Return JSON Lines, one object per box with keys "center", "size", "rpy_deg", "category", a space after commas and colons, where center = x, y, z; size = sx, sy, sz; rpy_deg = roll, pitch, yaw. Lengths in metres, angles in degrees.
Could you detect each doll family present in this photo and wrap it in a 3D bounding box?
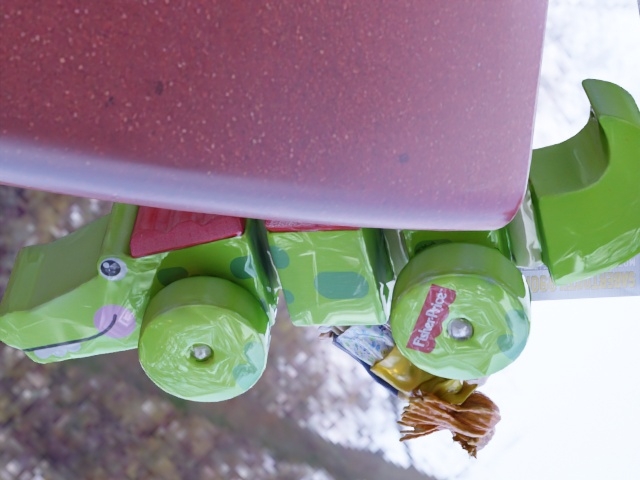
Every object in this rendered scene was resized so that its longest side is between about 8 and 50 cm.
{"center": [0.077, 0.104, 1.413], "size": [0.118, 0.163, 0.263], "rpy_deg": [-53, 175, -10], "category": "doll family"}

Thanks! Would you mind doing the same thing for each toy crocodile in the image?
{"center": [0.000, 0.000, 0.869], "size": [0.340, 0.105, 0.115], "rpy_deg": [-7, -145, 15], "category": "toy crocodile"}

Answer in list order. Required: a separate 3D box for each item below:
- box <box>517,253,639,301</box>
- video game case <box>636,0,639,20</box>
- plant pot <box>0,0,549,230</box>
{"center": [0.109, 0.008, 1.177], "size": [0.183, 0.231, 0.056], "rpy_deg": [5, -85, 57], "category": "box"}
{"center": [0.318, -0.199, 0.911], "size": [0.329, 0.300, 0.036], "rpy_deg": [-2, -129, 18], "category": "video game case"}
{"center": [-0.101, -0.148, 0.516], "size": [0.236, 0.267, 0.267], "rpy_deg": [-9, -158, -38], "category": "plant pot"}
